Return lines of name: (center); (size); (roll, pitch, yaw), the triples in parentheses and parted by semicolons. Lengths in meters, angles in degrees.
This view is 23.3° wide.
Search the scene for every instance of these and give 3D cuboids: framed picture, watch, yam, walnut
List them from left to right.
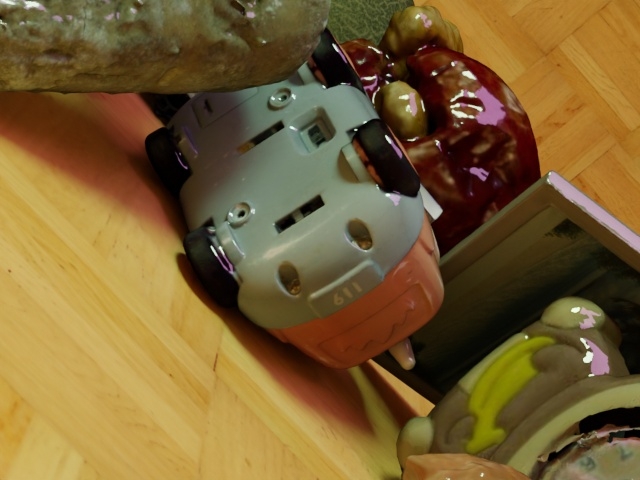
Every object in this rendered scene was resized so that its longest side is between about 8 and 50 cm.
yam: (-0.129, -0.165, 1.101); (0.330, 0.133, 0.133); (-10, 56, -41)
walnut: (0.102, -0.088, 1.514); (0.269, 0.222, 0.243); (64, 24, -55)
framed picture: (0.189, 0.084, 1.302); (0.232, 0.315, 0.024); (36, 50, -9)
watch: (0.263, 0.255, 1.218); (0.335, 0.314, 0.327); (46, -6, 39)

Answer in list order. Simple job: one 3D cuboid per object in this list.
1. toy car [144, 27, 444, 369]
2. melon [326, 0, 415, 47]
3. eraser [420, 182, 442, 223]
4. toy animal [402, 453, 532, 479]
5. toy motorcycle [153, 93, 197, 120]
toy car: (-0.004, -0.021, 1.256); (0.212, 0.181, 0.270); (53, 7, -46)
melon: (-0.031, -0.231, 1.612); (0.302, 0.237, 0.237); (35, 19, -48)
eraser: (0.023, -0.024, 1.398); (0.104, 0.150, 0.023); (50, 34, -4)
toy animal: (0.013, 0.155, 0.725); (0.184, 0.185, 0.104); (44, 15, -24)
toy motorcycle: (-0.118, -0.209, 1.428); (0.263, 0.157, 0.091); (54, 11, 12)
